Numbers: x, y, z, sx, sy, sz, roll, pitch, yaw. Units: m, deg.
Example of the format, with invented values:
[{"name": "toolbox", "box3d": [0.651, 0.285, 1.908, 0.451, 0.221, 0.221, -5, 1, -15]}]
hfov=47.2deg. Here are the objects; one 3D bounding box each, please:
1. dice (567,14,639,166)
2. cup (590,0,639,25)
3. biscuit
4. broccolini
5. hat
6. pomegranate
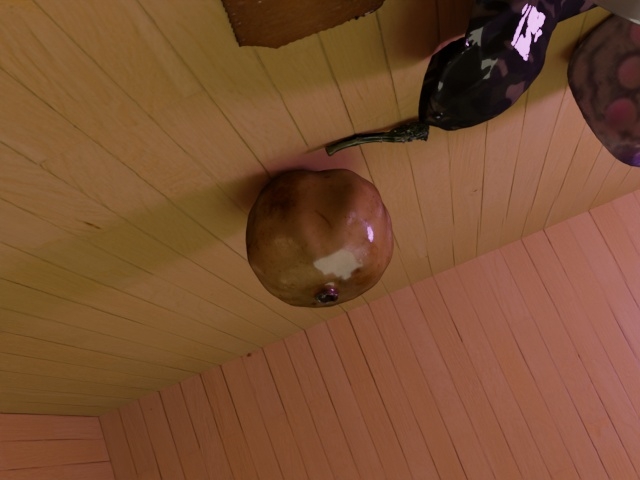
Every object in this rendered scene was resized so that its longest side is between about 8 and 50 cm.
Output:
[{"name": "dice", "box3d": [0.701, -0.327, 1.516, 0.270, 0.271, 0.270, -1, 153, -47]}, {"name": "cup", "box3d": [0.436, -0.439, 0.877, 0.212, 0.212, 0.317, -7, 136, -39]}, {"name": "biscuit", "box3d": [-0.020, -0.352, 1.022, 0.236, 0.013, 0.232, -21, 163, 0]}, {"name": "broccolini", "box3d": [0.124, -0.214, 1.550, 0.239, 0.054, 0.051, -14, 175, -16]}, {"name": "hat", "box3d": [0.346, -0.322, 1.172, 0.381, 0.258, 0.366, -4, 176, 1]}, {"name": "pomegranate", "box3d": [0.000, 0.000, 1.601, 0.332, 0.333, 0.332, -20, 162, -7]}]
